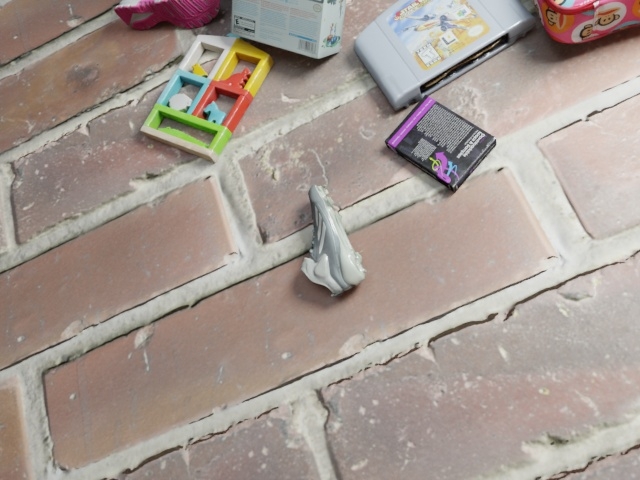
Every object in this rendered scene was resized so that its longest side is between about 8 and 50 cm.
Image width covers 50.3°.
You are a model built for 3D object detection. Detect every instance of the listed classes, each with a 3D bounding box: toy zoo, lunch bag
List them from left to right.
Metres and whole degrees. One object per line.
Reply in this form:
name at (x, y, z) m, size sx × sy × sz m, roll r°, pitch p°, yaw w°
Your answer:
toy zoo at (-0.224, -0.316, 1.407) m, size 0.192 × 0.030 × 0.293 m, roll 23°, pitch 77°, yaw 25°
lunch bag at (0.499, -0.487, 1.160) m, size 0.293 × 0.120 × 0.258 m, roll -17°, pitch 60°, yaw 11°

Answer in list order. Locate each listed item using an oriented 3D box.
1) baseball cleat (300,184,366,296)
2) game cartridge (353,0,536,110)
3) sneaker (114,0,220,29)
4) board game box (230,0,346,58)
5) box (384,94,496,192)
baseball cleat at (0.000, 0.000, 1.179) m, size 0.109 × 0.072 × 0.206 m, roll -32°, pitch 58°, yaw 11°
game cartridge at (0.220, -0.391, 1.278) m, size 0.297 × 0.062 × 0.198 m, roll -31°, pitch 66°, yaw 4°
sneaker at (-0.331, -0.539, 1.497) m, size 0.252 × 0.103 × 0.111 m, roll 6°, pitch 72°, yaw 20°
board game box at (-0.056, -0.528, 1.298) m, size 0.224 × 0.303 × 0.097 m, roll 23°, pitch 35°, yaw 25°
box at (0.210, -0.172, 1.203) m, size 0.162 × 0.029 × 0.116 m, roll 40°, pitch 85°, yaw 29°
